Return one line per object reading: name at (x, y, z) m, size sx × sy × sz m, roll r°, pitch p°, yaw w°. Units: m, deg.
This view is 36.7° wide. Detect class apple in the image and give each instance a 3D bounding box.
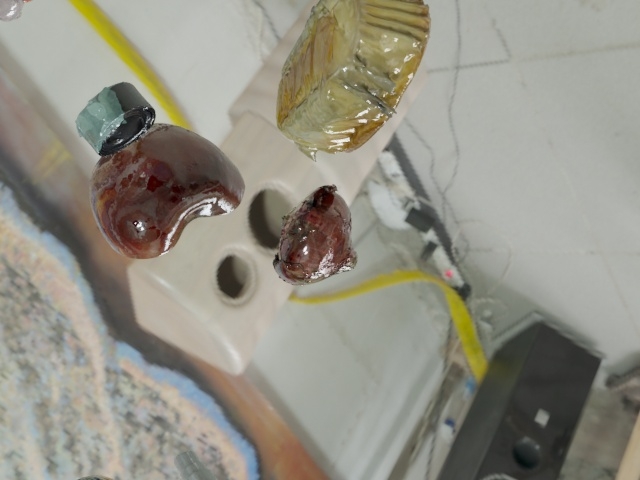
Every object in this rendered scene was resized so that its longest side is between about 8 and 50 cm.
apple at (-0.380, -0.128, 2.302) m, size 0.365 × 0.329 × 0.295 m, roll 45°, pitch 122°, yaw 47°

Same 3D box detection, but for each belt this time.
belt at (-0.411, -0.240, 1.923) m, size 0.078 × 0.151 × 0.198 m, roll 49°, pitch 177°, yaw 5°

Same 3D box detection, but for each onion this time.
onion at (0.000, 0.000, 1.617) m, size 0.147 × 0.184 × 0.184 m, roll 24°, pitch 151°, yaw -13°

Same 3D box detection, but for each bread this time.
bread at (0.055, -0.281, 1.591) m, size 0.183 × 0.236 × 0.388 m, roll 7°, pitch 168°, yaw -19°

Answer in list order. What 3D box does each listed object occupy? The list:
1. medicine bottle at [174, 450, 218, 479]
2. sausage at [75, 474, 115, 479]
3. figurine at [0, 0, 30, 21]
medicine bottle at (-0.182, 0.535, 1.814) m, size 0.352 × 0.110 × 0.110 m, roll 49°, pitch 163°, yaw 39°
sausage at (-0.312, 0.480, 1.565) m, size 0.347 × 0.123 × 0.123 m, roll 22°, pitch 149°, yaw 37°
figurine at (-0.570, -0.398, 1.631) m, size 0.112 × 0.229 × 0.137 m, roll 52°, pitch -170°, yaw 32°
